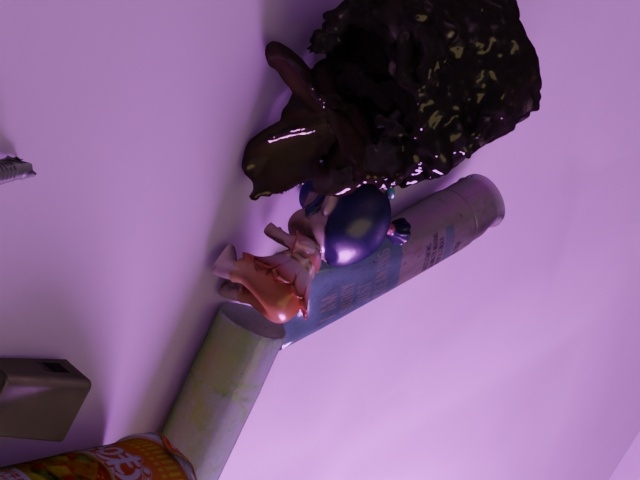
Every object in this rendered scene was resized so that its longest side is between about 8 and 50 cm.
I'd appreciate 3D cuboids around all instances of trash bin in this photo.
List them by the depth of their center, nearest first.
[{"bbox_3d":[-0.239,0.128,1.014,0.092,0.043,0.060,14,107,-58],"label":"trash bin"}]

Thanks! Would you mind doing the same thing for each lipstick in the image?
[{"bbox_3d":[-0.126,0.208,1.228,0.076,0.076,0.304,3,117,-57],"label":"lipstick"}]

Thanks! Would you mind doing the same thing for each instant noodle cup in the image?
[{"bbox_3d":[-0.217,0.248,1.066,0.185,0.168,0.168,6,113,-50],"label":"instant noodle cup"}]

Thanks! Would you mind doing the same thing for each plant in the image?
[{"bbox_3d":[0.063,-0.134,1.076,0.234,0.204,0.178,-22,97,-28],"label":"plant"}]

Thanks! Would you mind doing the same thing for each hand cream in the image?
[{"bbox_3d":[0.072,0.016,1.349,0.312,0.070,0.111,-31,144,-32],"label":"hand cream"}]

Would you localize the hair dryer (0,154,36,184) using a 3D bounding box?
[{"bbox_3d":[-0.311,0.019,0.786,0.229,0.092,0.267,-51,161,6],"label":"hair dryer"}]

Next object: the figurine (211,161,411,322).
[{"bbox_3d":[0.000,0.000,1.187,0.195,0.102,0.111,-48,159,-18],"label":"figurine"}]

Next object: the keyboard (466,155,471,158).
[{"bbox_3d":[0.111,-0.103,1.338,0.195,0.018,0.060,-16,129,-50],"label":"keyboard"}]
